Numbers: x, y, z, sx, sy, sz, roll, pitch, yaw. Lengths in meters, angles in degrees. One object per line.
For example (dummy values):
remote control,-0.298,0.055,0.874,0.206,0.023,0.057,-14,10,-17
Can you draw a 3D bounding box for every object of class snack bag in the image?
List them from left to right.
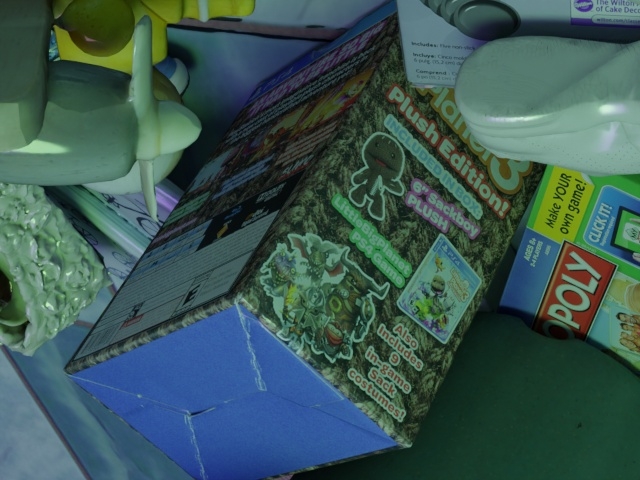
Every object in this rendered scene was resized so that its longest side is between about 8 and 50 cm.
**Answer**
snack bag,-0.226,-0.050,1.208,0.323,0.037,0.342,34,163,-2

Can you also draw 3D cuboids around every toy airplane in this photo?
toy airplane,-0.178,-0.138,0.823,0.384,0.386,0.272,1,124,39

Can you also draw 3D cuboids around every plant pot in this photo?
plant pot,0.087,0.249,0.959,0.341,0.334,0.341,23,145,17

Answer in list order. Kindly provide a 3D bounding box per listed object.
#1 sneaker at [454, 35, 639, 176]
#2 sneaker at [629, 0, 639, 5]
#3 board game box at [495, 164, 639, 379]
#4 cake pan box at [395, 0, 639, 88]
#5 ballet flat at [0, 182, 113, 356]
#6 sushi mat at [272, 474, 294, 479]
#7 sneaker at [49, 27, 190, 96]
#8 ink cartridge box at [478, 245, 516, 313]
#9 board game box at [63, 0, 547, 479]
sneaker,0.185,-0.066,0.776,0.212,0.080,0.094,8,156,21
sneaker,0.064,-0.249,0.576,0.135,0.150,0.366,-36,86,25
board game box,0.228,0.068,0.956,0.213,0.046,0.317,26,145,13
cake pan box,0.164,-0.183,0.742,0.267,0.070,0.246,5,141,18
ballet flat,-0.293,-0.036,1.100,0.147,0.147,0.409,10,150,29
sushi mat,-0.019,0.255,1.311,0.316,0.019,0.151,43,144,-14
sneaker,-0.201,-0.144,1.108,0.211,0.080,0.081,13,145,24
ink cartridge box,0.078,0.043,1.142,0.181,0.061,0.104,-5,132,42
board game box,0.000,0.000,0.941,0.141,0.291,0.232,42,146,-18
